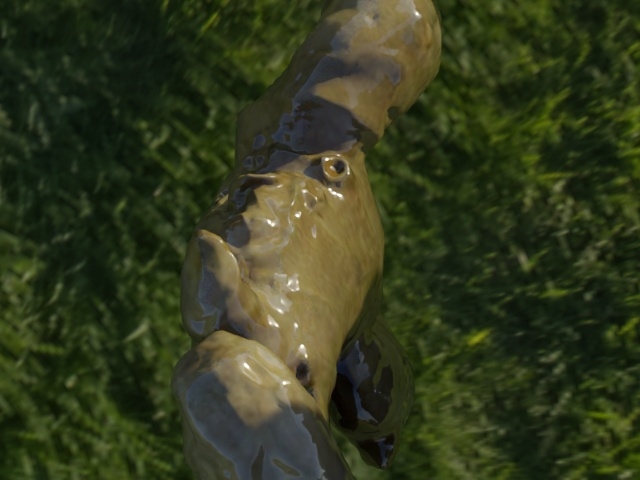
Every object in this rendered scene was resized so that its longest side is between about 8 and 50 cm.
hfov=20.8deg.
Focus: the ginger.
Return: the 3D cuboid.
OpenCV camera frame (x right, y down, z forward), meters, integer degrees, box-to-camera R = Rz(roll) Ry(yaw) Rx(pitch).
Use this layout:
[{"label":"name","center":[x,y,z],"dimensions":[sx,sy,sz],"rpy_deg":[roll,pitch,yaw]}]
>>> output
[{"label":"ginger","center":[0.001,0.013,0.516],"dimensions":[0.065,0.149,0.259],"rpy_deg":[1,41,7]}]
